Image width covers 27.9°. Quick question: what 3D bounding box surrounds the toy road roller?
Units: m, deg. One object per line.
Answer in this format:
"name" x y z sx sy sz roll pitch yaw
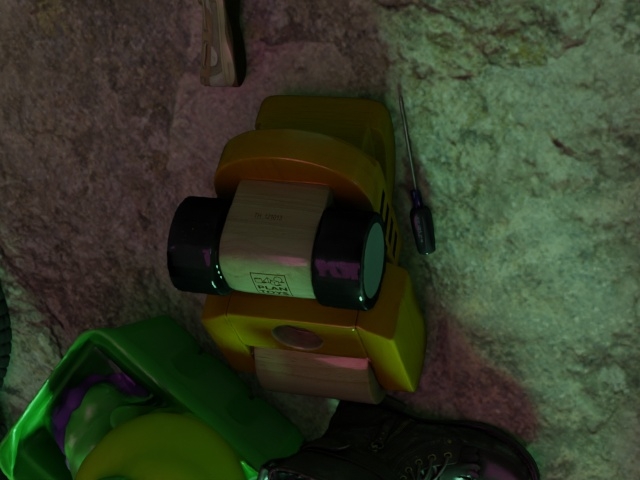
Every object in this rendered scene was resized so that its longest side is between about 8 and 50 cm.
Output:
"toy road roller" 0.000 0.000 1.322 0.202 0.241 0.329 5 148 18

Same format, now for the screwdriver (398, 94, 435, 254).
"screwdriver" 0.094 -0.067 1.336 0.025 0.024 0.170 -3 104 51

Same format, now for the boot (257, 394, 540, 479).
"boot" 0.086 0.254 1.336 0.263 0.229 0.091 18 110 13

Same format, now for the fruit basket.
"fruit basket" -0.167 0.277 1.365 0.392 0.392 0.283 40 118 2

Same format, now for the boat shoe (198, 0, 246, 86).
"boat shoe" -0.110 -0.232 1.326 0.048 0.056 0.153 1 117 15

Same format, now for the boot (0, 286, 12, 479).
"boot" -0.504 0.173 1.592 0.222 0.118 0.338 12 109 21
